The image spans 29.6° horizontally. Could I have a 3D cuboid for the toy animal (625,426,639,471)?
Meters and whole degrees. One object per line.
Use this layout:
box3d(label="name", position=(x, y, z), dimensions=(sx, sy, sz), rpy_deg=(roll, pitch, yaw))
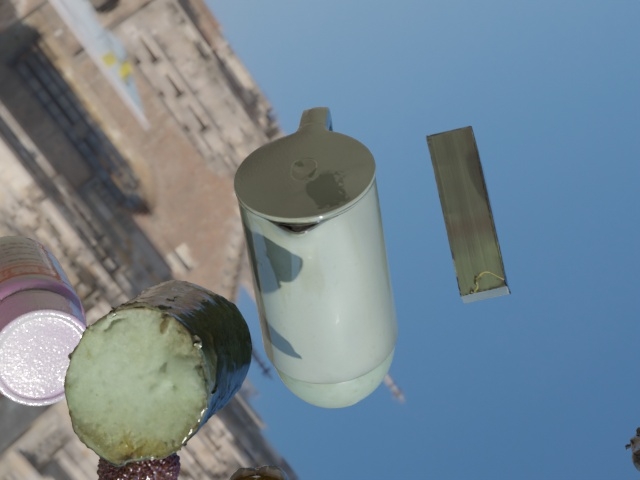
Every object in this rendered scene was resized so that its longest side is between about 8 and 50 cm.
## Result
box3d(label="toy animal", position=(0.458, 0.296, 1.685), dimensions=(0.047, 0.065, 0.135), rpy_deg=(-61, 173, 14))

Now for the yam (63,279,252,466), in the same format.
box3d(label="yam", position=(-0.197, 0.155, 1.522), dimensions=(0.195, 0.195, 0.300), rpy_deg=(-32, 180, 8))

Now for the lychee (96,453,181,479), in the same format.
box3d(label="lychee", position=(-0.396, 0.488, 2.619), dimensions=(0.188, 0.188, 0.188), rpy_deg=(-30, -158, 13))

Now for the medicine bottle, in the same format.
box3d(label="medicine bottle", position=(-0.570, 0.149, 2.332), dimensions=(0.219, 0.219, 0.388), rpy_deg=(-37, -151, -6))

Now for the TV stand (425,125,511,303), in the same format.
box3d(label="TV stand", position=(0.239, -0.040, 1.955), dimensions=(0.082, 0.270, 0.088), rpy_deg=(-12, 168, 8))

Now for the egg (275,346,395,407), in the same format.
box3d(label="egg", position=(0.024, 0.202, 2.607), dimensions=(0.276, 0.276, 0.389), rpy_deg=(-31, -161, 11))

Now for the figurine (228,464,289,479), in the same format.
box3d(label="figurine", position=(-0.056, 0.364, 1.434), dimensions=(0.342, 0.285, 0.167), rpy_deg=(-29, -115, 1))

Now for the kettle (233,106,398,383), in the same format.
box3d(label="kettle", position=(0.011, 0.006, 1.723), dimensions=(0.205, 0.318, 0.265), rpy_deg=(20, -131, 31))
